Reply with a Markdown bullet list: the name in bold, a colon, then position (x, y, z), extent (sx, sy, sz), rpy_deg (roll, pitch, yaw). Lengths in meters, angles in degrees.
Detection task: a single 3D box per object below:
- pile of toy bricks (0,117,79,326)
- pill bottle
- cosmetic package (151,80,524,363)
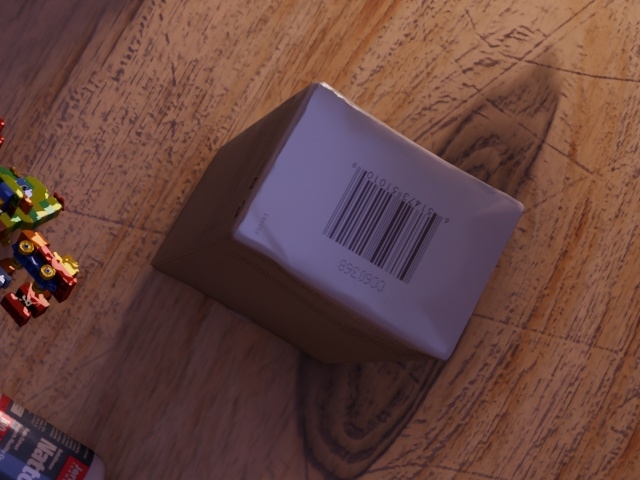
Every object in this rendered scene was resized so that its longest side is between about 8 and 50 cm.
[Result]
- **pile of toy bricks**: position (-0.293, -0.027, 1.555), extent (0.212, 0.118, 0.105), rpy_deg (48, 47, 10)
- **pill bottle**: position (-0.264, 0.230, 1.525), extent (0.180, 0.108, 0.108), rpy_deg (34, 78, -10)
- **cosmetic package**: position (0.000, 0.000, 1.473), extent (0.217, 0.385, 0.156), rpy_deg (31, 79, -13)
